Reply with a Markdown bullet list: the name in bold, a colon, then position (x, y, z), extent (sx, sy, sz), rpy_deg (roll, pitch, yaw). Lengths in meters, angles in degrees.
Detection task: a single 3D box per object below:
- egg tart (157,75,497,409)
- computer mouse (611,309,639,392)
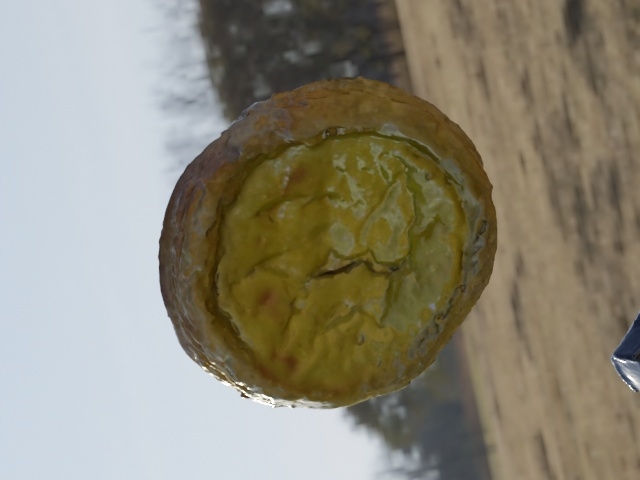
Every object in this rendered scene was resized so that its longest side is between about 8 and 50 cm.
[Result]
- **egg tart**: position (0.000, 0.000, 0.922), extent (0.074, 0.191, 0.191), rpy_deg (-133, 29, -67)
- **computer mouse**: position (0.435, 0.079, 1.952), extent (0.264, 0.147, 0.088), rpy_deg (-59, 27, 8)
